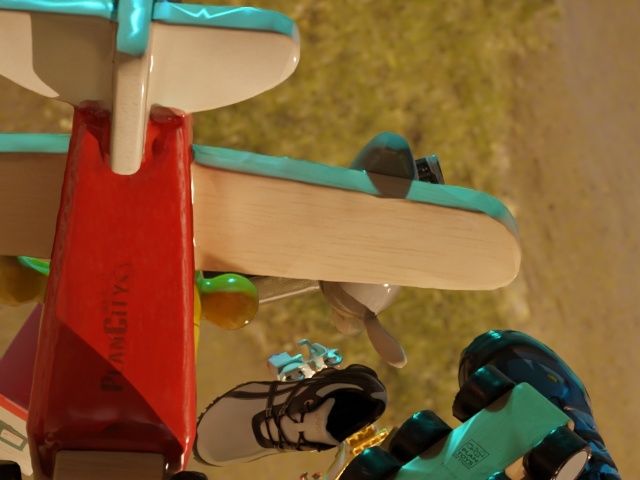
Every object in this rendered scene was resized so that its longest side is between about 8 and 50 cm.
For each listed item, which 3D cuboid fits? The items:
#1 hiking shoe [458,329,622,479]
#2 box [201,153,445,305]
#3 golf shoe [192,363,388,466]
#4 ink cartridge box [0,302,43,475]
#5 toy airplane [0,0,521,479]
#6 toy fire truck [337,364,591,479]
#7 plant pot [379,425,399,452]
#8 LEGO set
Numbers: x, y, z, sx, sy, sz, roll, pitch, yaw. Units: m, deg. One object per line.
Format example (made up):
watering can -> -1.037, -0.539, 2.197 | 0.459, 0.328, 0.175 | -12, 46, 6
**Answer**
hiking shoe -> 0.240, 0.216, 1.748 | 0.304, 0.113, 0.132 | 56, -2, -16
box -> 0.000, 0.000, 1.831 | 0.307, 0.242, 0.076 | 100, -24, -83
golf shoe -> -0.029, 0.170, 1.754 | 0.094, 0.198, 0.077 | -148, -141, -75
ink cartridge box -> -0.244, 0.115, 1.644 | 0.078, 0.231, 0.134 | 32, 63, -4
toy airplane -> -0.126, -0.011, 1.161 | 0.386, 0.384, 0.272 | 48, 11, -15
toy fire truck -> 0.127, 0.271, 1.591 | 0.217, 0.158, 0.246 | -32, 147, -31
plant pot -> 0.068, 0.382, 1.787 | 0.275, 0.293, 0.275 | 45, -4, 4
LEGO set -> -0.001, 0.232, 2.137 | 0.107, 0.132, 0.287 | -127, -148, -54
